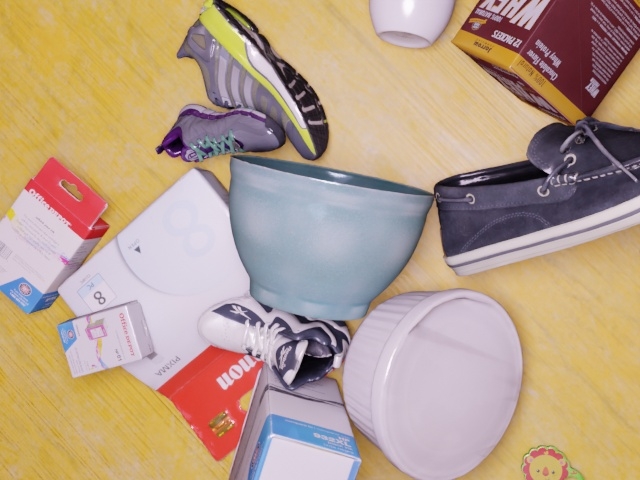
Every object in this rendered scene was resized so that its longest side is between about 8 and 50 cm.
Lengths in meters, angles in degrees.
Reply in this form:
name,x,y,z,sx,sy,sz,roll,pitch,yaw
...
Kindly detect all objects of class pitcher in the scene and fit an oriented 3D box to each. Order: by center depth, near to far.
name,x,y,z,sx,sy,sz,roll,pitch,yaw
pitcher,0.117,-0.400,1.236,0.178,0.125,0.207,11,88,-4

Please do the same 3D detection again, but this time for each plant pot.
name,x,y,z,sx,sy,sz,roll,pitch,yaw
plant pot,0.000,0.000,1.203,0.293,0.293,0.196,12,99,10

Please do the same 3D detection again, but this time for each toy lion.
name,x,y,z,sx,sy,sz,roll,pitch,yaw
toy lion,0.356,0.363,1.284,0.100,0.034,0.096,10,87,10

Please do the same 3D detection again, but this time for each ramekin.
name,x,y,z,sx,sy,sz,roll,pitch,yaw
ramekin,0.153,0.194,1.207,0.273,0.127,0.272,-6,101,-34

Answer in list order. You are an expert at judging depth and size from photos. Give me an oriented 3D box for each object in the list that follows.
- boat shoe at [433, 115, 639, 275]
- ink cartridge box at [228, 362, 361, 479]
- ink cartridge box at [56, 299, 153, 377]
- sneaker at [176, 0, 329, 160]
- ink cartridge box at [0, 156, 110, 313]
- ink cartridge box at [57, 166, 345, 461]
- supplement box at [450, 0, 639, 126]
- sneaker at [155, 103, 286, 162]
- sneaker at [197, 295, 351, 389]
name,x,y,z,sx,sy,sz,roll,pitch,yaw
boat shoe,0.346,-0.088,1.101,0.500,0.187,0.155,-22,92,45
ink cartridge box,-0.050,0.332,1.203,0.129,0.307,0.223,16,98,-7
ink cartridge box,-0.332,0.152,1.304,0.123,0.052,0.088,-17,92,10
sneaker,-0.103,-0.235,1.312,0.121,0.111,0.300,-42,82,24
ink cartridge box,-0.448,-0.011,1.387,0.134,0.078,0.231,40,99,6
ink cartridge box,-0.185,0.126,1.341,0.308,0.091,0.385,-40,84,10
supplement box,0.325,-0.292,1.156,0.194,0.191,0.129,-56,41,8
sneaker,-0.152,-0.146,1.278,0.224,0.083,0.098,11,56,42
sneaker,-0.070,0.152,1.242,0.235,0.153,0.094,15,101,-4
